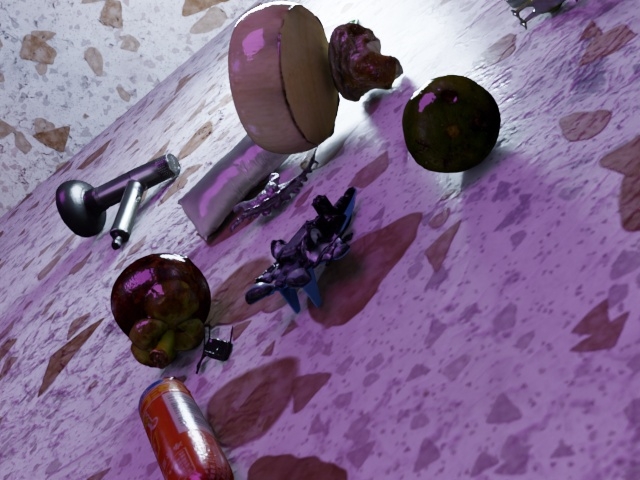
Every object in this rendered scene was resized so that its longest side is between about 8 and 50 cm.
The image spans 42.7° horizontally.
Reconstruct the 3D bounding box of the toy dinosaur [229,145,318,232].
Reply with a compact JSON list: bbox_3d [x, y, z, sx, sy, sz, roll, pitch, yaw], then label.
[{"bbox_3d":[-0.073,-0.082,1.387,0.209,0.039,0.082,-42,23,-2],"label":"toy dinosaur"}]

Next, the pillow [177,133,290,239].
[{"bbox_3d":[-0.153,-0.120,1.534,0.254,0.078,0.144,-44,35,-2],"label":"pillow"}]

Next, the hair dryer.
[{"bbox_3d":[-0.521,-0.088,1.980,0.320,0.155,0.284,-18,22,29],"label":"hair dryer"}]

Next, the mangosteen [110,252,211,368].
[{"bbox_3d":[-0.222,0.105,1.206,0.146,0.156,0.181,-26,46,-25],"label":"mangosteen"}]

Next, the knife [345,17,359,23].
[{"bbox_3d":[0.037,-0.436,1.847,0.054,0.015,0.212,-3,44,45],"label":"knife"}]

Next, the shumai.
[{"bbox_3d":[0.085,-0.311,1.448,0.116,0.145,0.145,6,49,31],"label":"shumai"}]

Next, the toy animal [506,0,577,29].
[{"bbox_3d":[0.312,-0.354,1.240,0.075,0.041,0.217,-44,19,-7],"label":"toy animal"}]

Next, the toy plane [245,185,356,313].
[{"bbox_3d":[-0.005,-0.006,1.099,0.169,0.078,0.246,-21,32,42],"label":"toy plane"}]

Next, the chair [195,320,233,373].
[{"bbox_3d":[-0.143,0.150,1.118,0.037,0.042,0.086,-71,0,-49],"label":"chair"}]

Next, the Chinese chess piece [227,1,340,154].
[{"bbox_3d":[-0.058,-0.276,1.402,0.104,0.257,0.257,-5,39,23],"label":"Chinese chess piece"}]

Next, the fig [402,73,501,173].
[{"bbox_3d":[0.162,-0.151,1.040,0.123,0.123,0.156,-39,12,10],"label":"fig"}]

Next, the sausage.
[{"bbox_3d":[-0.151,0.238,0.928,0.074,0.074,0.274,-46,25,-6],"label":"sausage"}]
